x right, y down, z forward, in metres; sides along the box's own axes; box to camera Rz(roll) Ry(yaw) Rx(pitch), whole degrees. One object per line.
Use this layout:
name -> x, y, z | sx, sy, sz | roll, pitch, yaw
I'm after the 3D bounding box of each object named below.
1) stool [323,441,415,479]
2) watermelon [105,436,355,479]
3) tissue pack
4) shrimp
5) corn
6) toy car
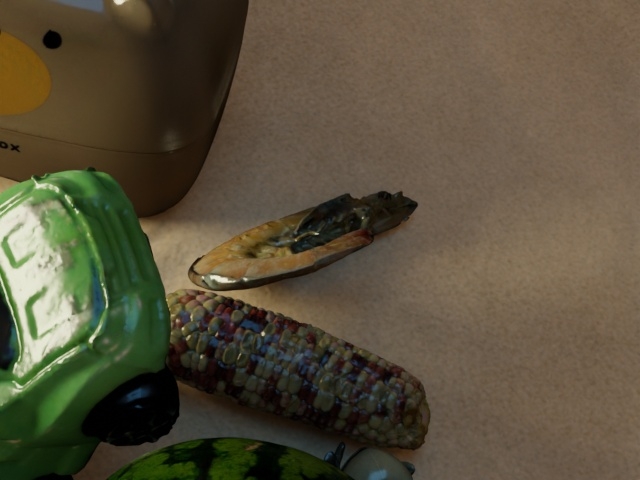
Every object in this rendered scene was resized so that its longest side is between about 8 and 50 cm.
stool -> 0.064, 0.248, 1.234 | 0.125, 0.121, 0.217 | -10, 64, -15
watermelon -> -0.060, 0.274, 1.057 | 0.285, 0.285, 0.285 | 5, 56, -7
tissue pack -> -0.263, -0.204, 1.383 | 0.387, 0.277, 0.267 | 16, 52, -1
shrimp -> 0.000, 0.002, 1.396 | 0.251, 0.052, 0.143 | -25, 19, -30
corn -> -0.023, 0.112, 1.328 | 0.253, 0.086, 0.086 | 20, 55, 1
toy car -> -0.259, 0.106, 1.180 | 0.176, 0.359, 0.213 | 5, 52, -42
